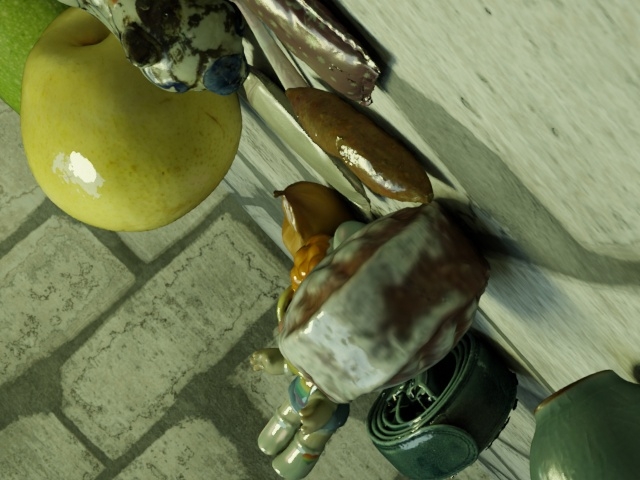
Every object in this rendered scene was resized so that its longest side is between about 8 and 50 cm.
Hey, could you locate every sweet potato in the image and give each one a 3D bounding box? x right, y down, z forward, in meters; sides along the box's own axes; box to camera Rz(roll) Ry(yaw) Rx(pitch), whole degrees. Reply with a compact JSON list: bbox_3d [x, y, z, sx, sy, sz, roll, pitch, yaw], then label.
[{"bbox_3d":[0.028,-0.099,1.059,0.218,0.051,0.065,42,175,35],"label":"sweet potato"}]

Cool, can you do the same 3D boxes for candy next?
[{"bbox_3d":[0.064,0.067,1.125,0.157,0.214,0.289,45,171,0],"label":"candy"}]

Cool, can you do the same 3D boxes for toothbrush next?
[{"bbox_3d":[-0.043,-0.183,1.136,0.029,0.025,0.307,53,180,43],"label":"toothbrush"}]

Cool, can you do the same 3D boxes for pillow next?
[{"bbox_3d":[-0.023,-0.182,0.901,0.185,0.043,0.118,46,172,3],"label":"pillow"},{"bbox_3d":[-0.020,-0.123,1.304,0.233,0.038,0.131,47,176,6],"label":"pillow"}]

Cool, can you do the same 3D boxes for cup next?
[{"bbox_3d":[0.253,0.194,0.957,0.150,0.199,0.199,63,-179,23],"label":"cup"}]

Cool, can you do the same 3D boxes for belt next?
[{"bbox_3d":[0.161,0.222,1.505,0.116,0.206,0.267,44,178,-9],"label":"belt"}]

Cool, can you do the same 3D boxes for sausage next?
[{"bbox_3d":[0.002,-0.006,1.600,0.112,0.112,0.328,44,174,26],"label":"sausage"}]

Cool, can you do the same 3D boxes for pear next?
[{"bbox_3d":[-0.256,-0.169,1.493,0.309,0.309,0.309,46,174,6],"label":"pear"}]

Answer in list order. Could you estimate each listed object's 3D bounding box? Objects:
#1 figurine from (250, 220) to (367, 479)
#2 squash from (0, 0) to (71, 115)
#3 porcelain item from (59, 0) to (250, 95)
[{"bbox_3d":[0.019,0.146,1.524,0.205,0.382,0.225,0,-129,-36],"label":"figurine"},{"bbox_3d":[-0.411,-0.325,1.676,0.384,0.263,0.263,50,173,-38],"label":"squash"},{"bbox_3d":[-0.188,-0.267,1.180,0.288,0.138,0.186,41,-173,8],"label":"porcelain item"}]
